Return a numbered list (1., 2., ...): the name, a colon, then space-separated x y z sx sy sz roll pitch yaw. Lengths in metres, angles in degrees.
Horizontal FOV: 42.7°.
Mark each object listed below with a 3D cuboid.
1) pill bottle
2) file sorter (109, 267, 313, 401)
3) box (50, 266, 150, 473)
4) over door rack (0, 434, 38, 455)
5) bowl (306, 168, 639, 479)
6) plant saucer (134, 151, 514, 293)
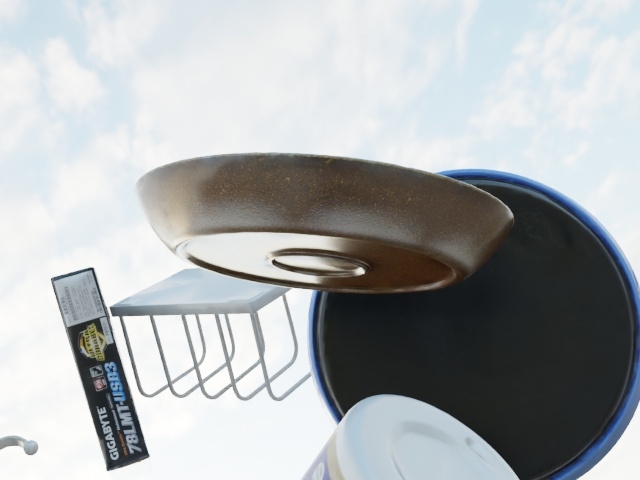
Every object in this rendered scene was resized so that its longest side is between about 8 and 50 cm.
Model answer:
1. pill bottle: 0.016 0.183 0.426 0.112 0.112 0.187 3 -55 -49
2. file sorter: -0.150 0.146 1.302 0.277 0.173 0.193 -5 14 31
3. box: -0.335 0.222 1.286 0.073 0.293 0.295 -15 -15 -15
4. over door rack: -0.351 0.407 0.891 0.108 0.324 0.240 -2 -65 3
5. bowl: 0.171 0.104 0.928 0.391 0.391 0.077 -39 -15 3
6. plant saucer: 0.000 0.000 0.678 0.310 0.050 0.310 6 -13 1
